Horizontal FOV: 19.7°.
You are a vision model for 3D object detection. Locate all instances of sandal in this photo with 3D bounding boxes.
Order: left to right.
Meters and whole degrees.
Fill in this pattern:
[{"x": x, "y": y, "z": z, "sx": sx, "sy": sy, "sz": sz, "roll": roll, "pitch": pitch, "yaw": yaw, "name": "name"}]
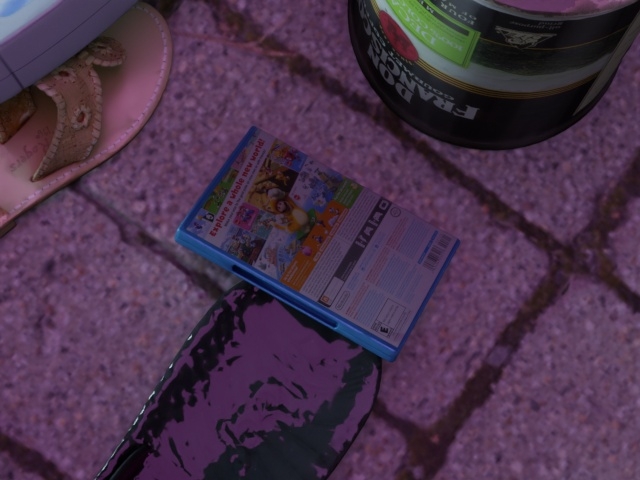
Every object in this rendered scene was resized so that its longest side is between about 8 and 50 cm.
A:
[{"x": -0.188, "y": -0.080, "z": 1.245, "sx": 0.088, "sy": 0.079, "sz": 0.240, "roll": 44, "pitch": 79, "yaw": 7, "name": "sandal"}, {"x": -0.111, "y": 0.212, "z": 1.168, "sx": 0.167, "sy": 0.107, "sz": 0.446, "roll": 27, "pitch": 76, "yaw": 3, "name": "sandal"}]

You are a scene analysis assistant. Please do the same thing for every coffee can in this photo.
[{"x": 0.126, "y": -0.192, "z": 1.187, "sx": 0.201, "sy": 0.275, "sz": 0.201, "roll": 1, "pitch": 77, "yaw": -3, "name": "coffee can"}]

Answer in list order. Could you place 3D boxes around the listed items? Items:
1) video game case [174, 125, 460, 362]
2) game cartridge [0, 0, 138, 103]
[{"x": 0.000, "y": 0.000, "z": 1.242, "sx": 0.166, "sy": 0.015, "sz": 0.119, "roll": 29, "pitch": 48, "yaw": 4, "name": "video game case"}, {"x": -0.196, "y": -0.215, "z": 1.251, "sx": 0.297, "sy": 0.062, "sz": 0.198, "roll": -45, "pitch": 52, "yaw": -12, "name": "game cartridge"}]
